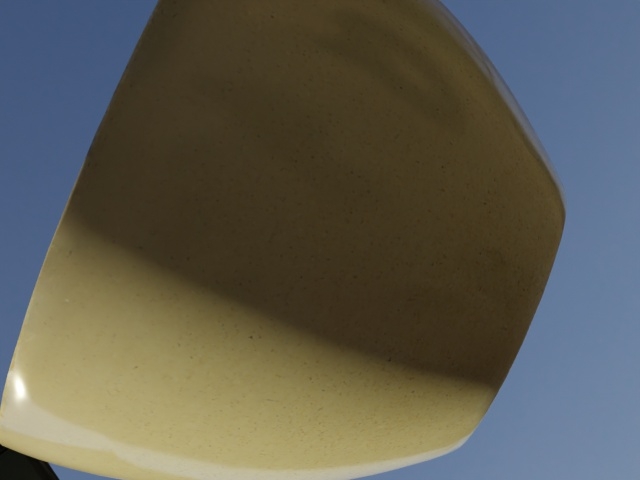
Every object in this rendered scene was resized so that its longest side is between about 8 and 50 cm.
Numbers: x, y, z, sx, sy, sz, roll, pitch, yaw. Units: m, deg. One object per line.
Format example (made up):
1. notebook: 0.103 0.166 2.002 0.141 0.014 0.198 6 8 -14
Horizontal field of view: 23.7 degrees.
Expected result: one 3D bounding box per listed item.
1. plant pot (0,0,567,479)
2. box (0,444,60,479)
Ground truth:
1. plant pot: 0.000 0.000 0.701 0.284 0.191 0.284 -156 90 -90
2. box: -0.186 0.247 0.884 0.175 0.051 0.220 -37 -80 -36
